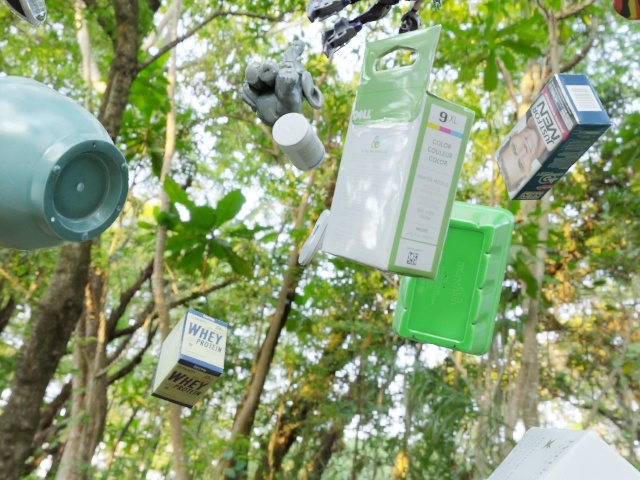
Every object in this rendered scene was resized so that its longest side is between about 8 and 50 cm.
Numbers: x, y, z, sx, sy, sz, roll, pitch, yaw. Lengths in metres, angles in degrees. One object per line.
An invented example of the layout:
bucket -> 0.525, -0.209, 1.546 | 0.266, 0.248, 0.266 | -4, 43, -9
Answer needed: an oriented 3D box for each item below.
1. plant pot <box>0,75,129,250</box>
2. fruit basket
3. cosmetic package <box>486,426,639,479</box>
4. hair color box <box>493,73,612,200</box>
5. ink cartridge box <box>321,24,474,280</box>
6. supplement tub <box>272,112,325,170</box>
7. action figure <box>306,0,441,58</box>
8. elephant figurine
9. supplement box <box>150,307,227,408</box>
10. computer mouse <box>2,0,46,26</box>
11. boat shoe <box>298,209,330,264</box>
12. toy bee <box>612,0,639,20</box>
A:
plant pot -> -0.448, -0.107, 0.986 | 0.196, 0.293, 0.293 | 19, -24, 25
fruit basket -> 0.310, 0.081, 1.488 | 0.283, 0.392, 0.392 | 11, -28, 17
cosmetic package -> 0.458, 0.574, 1.087 | 0.327, 0.329, 0.393 | 43, -9, 15
hair color box -> 0.624, -0.273, 1.645 | 0.105, 0.173, 0.347 | -3, -29, -15
ink cartridge box -> 0.073, -0.077, 0.548 | 0.062, 0.209, 0.109 | 10, 3, -31
supplement tub -> -0.039, -0.181, 1.113 | 0.071, 0.071, 0.107 | -1, -20, 17
action figure -> 0.119, -0.475, 1.175 | 0.285, 0.099, 0.185 | -20, -57, 24
elephant figurine -> -0.071, -0.373, 1.461 | 0.169, 0.239, 0.186 | 32, -60, 15
supplement box -> -0.162, 0.147, 0.743 | 0.056, 0.083, 0.083 | 26, -57, -23
computer mouse -> -0.403, -0.367, 0.752 | 0.042, 0.106, 0.192 | -9, -63, -1
boat shoe -> 0.000, 0.000, 0.980 | 0.035, 0.100, 0.035 | 30, -8, -22
toy bee -> 0.490, -0.397, 0.734 | 0.162, 0.195, 0.298 | 45, -12, 31
